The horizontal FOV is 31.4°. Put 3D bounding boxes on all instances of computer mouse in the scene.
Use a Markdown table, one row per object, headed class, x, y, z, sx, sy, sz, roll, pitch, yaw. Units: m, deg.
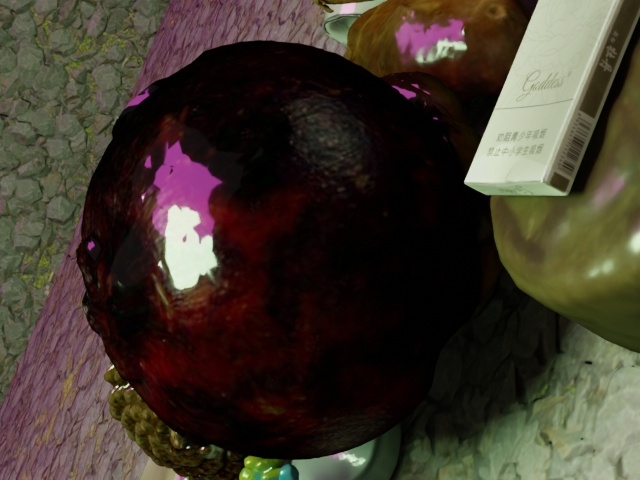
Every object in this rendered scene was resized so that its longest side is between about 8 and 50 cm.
| class | x | y | z | sx | sy | sz | roll | pitch | yaw |
| --- | --- | --- | --- | --- | --- | --- | --- | --- | --- |
| computer mouse | 0.005 | 0.232 | 1.203 | 0.231 | 0.079 | 0.128 | -49 | 24 | 45 |

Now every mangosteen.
| class | x | y | z | sx | sy | sz | roll | pitch | yaw |
| --- | --- | --- | --- | --- | --- | --- | --- | --- | --- |
| mangosteen | -0.022 | -0.009 | 1.040 | 0.381 | 0.381 | 0.421 | -39 | 6 | 49 |

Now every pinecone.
| class | x | y | z | sx | sy | sz | roll | pitch | yaw |
| --- | --- | --- | --- | --- | --- | --- | --- | --- | --- |
| pinecone | -0.106 | 0.141 | 1.311 | 0.246 | 0.246 | 0.292 | -52 | -1 | 31 |

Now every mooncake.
| class | x | y | z | sx | sy | sz | roll | pitch | yaw |
| --- | --- | --- | --- | --- | --- | --- | --- | --- | --- |
| mooncake | 0.252 | -0.061 | 0.829 | 0.284 | 0.155 | 0.284 | -49 | 26 | 34 |

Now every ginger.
| class | x | y | z | sx | sy | sz | roll | pitch | yaw |
| --- | --- | --- | --- | --- | --- | --- | --- | --- | --- |
| ginger | 0.114 | -0.191 | 1.263 | 0.165 | 0.172 | 0.321 | -32 | 0 | -32 |

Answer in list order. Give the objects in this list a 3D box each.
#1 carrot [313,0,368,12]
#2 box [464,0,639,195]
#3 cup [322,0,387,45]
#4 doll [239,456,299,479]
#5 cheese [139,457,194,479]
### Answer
| class | x | y | z | sx | sy | sz | roll | pitch | yaw |
| --- | --- | --- | --- | --- | --- | --- | --- | --- | --- |
| carrot | 0.132 | -0.389 | 1.243 | 0.340 | 0.224 | 0.224 | -6 | 59 | 34 |
| box | 0.176 | -0.125 | 0.823 | 0.198 | 0.029 | 0.109 | -67 | 22 | -7 |
| cup | 0.091 | -0.400 | 1.504 | 0.196 | 0.196 | 0.280 | -8 | 70 | 65 |
| doll | -0.017 | 0.366 | 1.048 | 0.341 | 0.099 | 0.346 | -179 | 86 | -72 |
| cheese | -0.216 | 0.355 | 1.568 | 0.286 | 0.082 | 0.163 | -40 | 33 | 49 |
